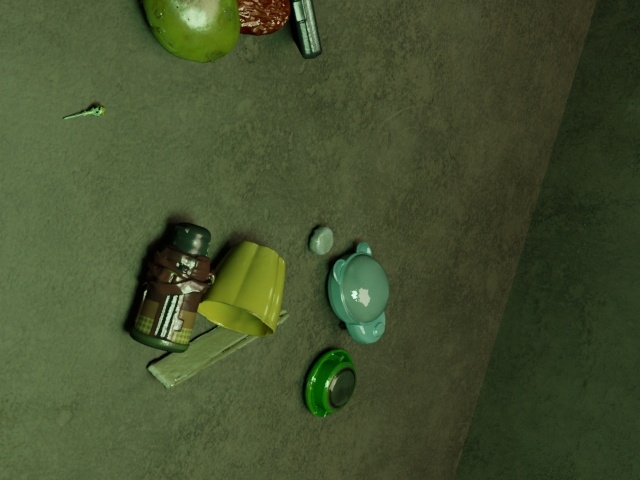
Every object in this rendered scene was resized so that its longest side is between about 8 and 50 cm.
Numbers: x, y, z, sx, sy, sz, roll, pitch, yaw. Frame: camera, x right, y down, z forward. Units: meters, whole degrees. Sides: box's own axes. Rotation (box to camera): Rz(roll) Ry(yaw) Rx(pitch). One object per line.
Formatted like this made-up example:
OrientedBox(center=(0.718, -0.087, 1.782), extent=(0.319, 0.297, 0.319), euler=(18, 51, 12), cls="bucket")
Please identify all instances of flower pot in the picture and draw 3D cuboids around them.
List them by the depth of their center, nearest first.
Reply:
OrientedBox(center=(-0.172, 0.108, 1.752), extent=(0.195, 0.195, 0.179), euler=(50, 51, -48), cls="flower pot")

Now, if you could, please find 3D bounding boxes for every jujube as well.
OrientedBox(center=(-0.146, -0.494, 1.600), extent=(0.176, 0.112, 0.109), euler=(-24, 134, -43), cls="jujube")

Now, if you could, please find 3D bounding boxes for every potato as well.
OrientedBox(center=(-0.250, -0.459, 1.443), extent=(0.186, 0.149, 0.253), euler=(-54, 131, -22), cls="potato")

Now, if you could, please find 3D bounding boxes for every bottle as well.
OrientedBox(center=(-0.300, 0.097, 1.602), extent=(0.156, 0.143, 0.271), euler=(22, 84, -53), cls="bottle")

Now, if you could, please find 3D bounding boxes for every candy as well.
OrientedBox(center=(-0.441, -0.236, 1.399), extent=(0.083, 0.025, 0.023), euler=(-22, 154, -33), cls="candy")

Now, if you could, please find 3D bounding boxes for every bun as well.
OrientedBox(center=(0.000, 0.000, 2.030), extent=(0.083, 0.045, 0.083), euler=(-22, 118, -49), cls="bun")

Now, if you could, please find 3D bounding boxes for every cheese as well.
OrientedBox(center=(-0.232, 0.239, 1.792), extent=(0.400, 0.085, 0.034), euler=(-29, 143, -44), cls="cheese")

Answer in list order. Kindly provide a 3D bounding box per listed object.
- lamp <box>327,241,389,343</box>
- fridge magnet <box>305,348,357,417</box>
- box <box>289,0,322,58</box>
OrientedBox(center=(0.116, 0.163, 2.157), extent=(0.209, 0.147, 0.284), euler=(-33, 129, -44), cls="lamp")
OrientedBox(center=(0.034, 0.419, 2.197), extent=(0.208, 0.088, 0.208), euler=(-23, 121, -46), cls="fridge magnet")
OrientedBox(center=(-0.050, -0.537, 1.684), extent=(0.050, 0.160, 0.230), euler=(-14, 123, -4), cls="box")
